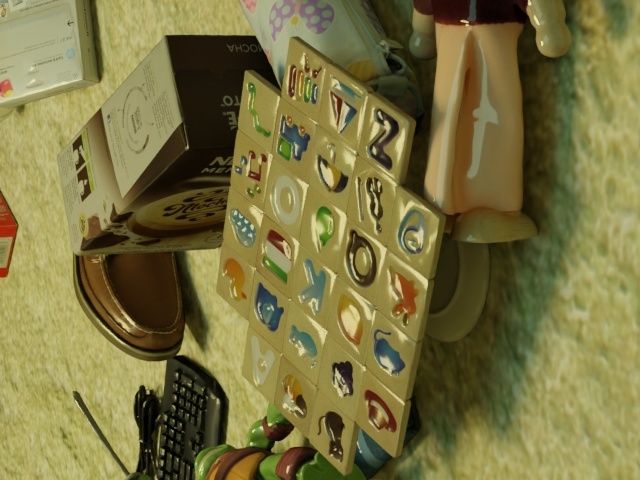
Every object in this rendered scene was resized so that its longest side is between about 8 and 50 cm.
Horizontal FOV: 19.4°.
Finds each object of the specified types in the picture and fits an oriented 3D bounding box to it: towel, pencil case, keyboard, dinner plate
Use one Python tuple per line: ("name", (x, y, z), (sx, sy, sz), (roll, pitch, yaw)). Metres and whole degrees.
("towel", (0.048, 0.172, 1.706), (0.119, 0.029, 0.067), (-50, 51, 50))
("pencil case", (-0.003, -0.197, 1.679), (0.124, 0.113, 0.273), (105, 149, -48))
("keyboard", (-0.172, 0.281, 2.101), (0.201, 0.033, 0.317), (28, 116, 57))
("dinner plate", (0.101, 0.018, 1.615), (0.141, 0.017, 0.141), (6, 97, 59))

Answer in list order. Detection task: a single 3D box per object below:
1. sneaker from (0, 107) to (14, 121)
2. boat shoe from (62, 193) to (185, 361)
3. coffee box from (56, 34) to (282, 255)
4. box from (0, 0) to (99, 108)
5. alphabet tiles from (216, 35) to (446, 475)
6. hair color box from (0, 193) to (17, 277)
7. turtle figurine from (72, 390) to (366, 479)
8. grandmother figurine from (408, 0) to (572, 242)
("sneaker", (-0.413, -0.287, 2.414), (0.118, 0.110, 0.292), (27, 116, 47))
("boat shoe", (-0.221, -0.007, 2.081), (0.307, 0.110, 0.104), (63, 143, 36))
("coffee box", (-0.127, -0.089, 1.854), (0.297, 0.168, 0.119), (-38, 60, 56))
("box", (-0.347, -0.268, 2.289), (0.145, 0.038, 0.186), (-13, 79, 29))
("alphabet tiles", (0.001, 0.015, 1.595), (0.285, 0.011, 0.343), (39, 130, 43))
("hair color box", (-0.475, -0.033, 2.584), (0.167, 0.053, 0.093), (56, 139, 44))
("turtle figurine", (-0.093, 0.197, 1.753), (0.266, 0.197, 0.275), (20, 122, 62))
("grandmother figurine", (0.125, -0.174, 1.478), (0.208, 0.104, 0.342), (8, 102, 49))
